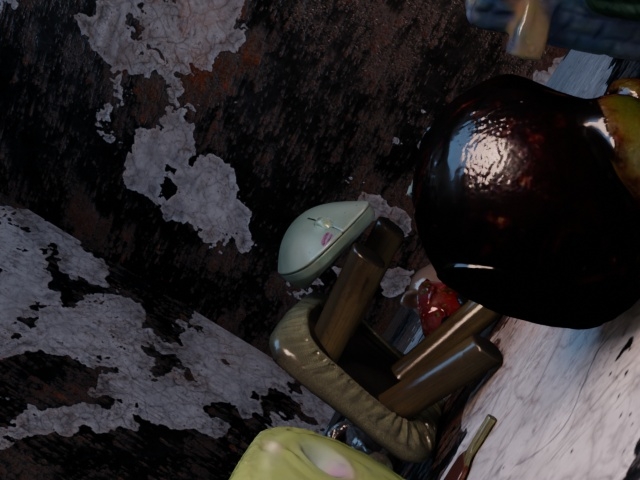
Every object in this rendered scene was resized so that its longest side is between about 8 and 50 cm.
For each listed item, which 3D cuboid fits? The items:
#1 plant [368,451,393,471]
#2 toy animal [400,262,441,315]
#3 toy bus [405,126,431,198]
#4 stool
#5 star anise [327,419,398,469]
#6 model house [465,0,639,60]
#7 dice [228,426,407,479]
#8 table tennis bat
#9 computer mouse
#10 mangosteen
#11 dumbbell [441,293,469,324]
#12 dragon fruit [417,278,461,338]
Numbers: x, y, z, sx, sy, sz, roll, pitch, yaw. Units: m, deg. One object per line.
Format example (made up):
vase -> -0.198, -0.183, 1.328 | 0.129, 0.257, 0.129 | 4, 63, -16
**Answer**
plant -> 0.039, 0.401, 1.136 | 0.146, 0.149, 0.274 | -43, 9, 31
toy animal -> 0.289, 0.067, 1.858 | 0.248, 0.149, 0.165 | -48, -17, 8
toy bus -> 0.329, -0.151, 1.744 | 0.312, 0.152, 0.190 | -7, 61, 63
stool -> 0.115, 0.147, 1.375 | 0.226, 0.310, 0.310 | -54, -3, 19
star anise -> 0.100, 0.356, 1.651 | 0.359, 0.139, 0.316 | -61, 3, 34
model house -> 0.428, -0.407, 1.117 | 0.445, 0.395, 0.400 | -121, 44, -74
dice -> -0.018, 0.354, 0.843 | 0.254, 0.252, 0.250 | -59, -4, 10
table tennis bat -> 0.178, 0.288, 1.097 | 0.156, 0.013, 0.087 | -61, -6, 8
computer mouse -> -0.004, -0.004, 1.408 | 0.159, 0.097, 0.288 | -44, -3, -12
mangosteen -> 0.232, -0.042, 0.822 | 0.287, 0.287, 0.233 | 113, 179, -69
dumbbell -> 0.263, 0.140, 1.569 | 0.147, 0.069, 0.069 | -60, -3, 22
dragon fruit -> 0.261, 0.143, 1.699 | 0.111, 0.153, 0.153 | -15, 18, 24
